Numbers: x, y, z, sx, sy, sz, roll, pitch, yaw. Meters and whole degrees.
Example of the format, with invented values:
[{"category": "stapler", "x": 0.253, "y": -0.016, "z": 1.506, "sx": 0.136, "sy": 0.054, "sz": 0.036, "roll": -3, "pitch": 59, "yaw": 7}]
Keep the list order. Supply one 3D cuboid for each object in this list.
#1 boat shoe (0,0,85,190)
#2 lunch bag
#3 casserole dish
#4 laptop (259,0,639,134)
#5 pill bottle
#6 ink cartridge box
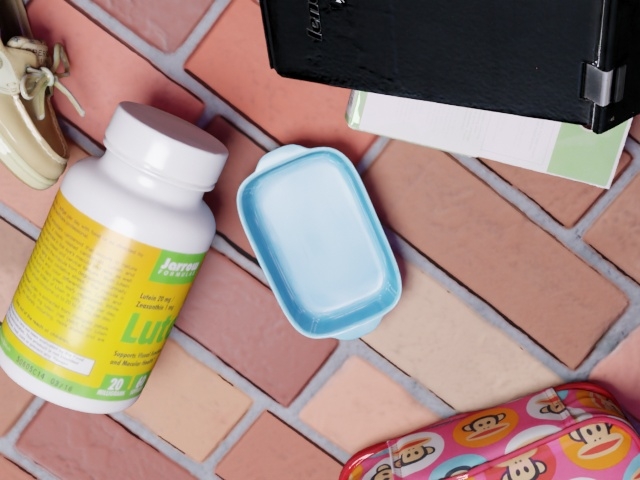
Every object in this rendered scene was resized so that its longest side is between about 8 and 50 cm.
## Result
[{"category": "boat shoe", "x": -0.273, "y": -0.181, "z": 0.856, "sx": 0.089, "sy": 0.104, "sz": 0.285, "roll": -24, "pitch": 100, "yaw": 3}, {"category": "lunch bag", "x": 0.179, "y": 0.289, "z": 0.956, "sx": 0.293, "sy": 0.120, "sz": 0.258, "roll": -19, "pitch": 103, "yaw": 5}, {"category": "casserole dish", "x": 0.000, "y": 0.000, "z": 0.930, "sx": 0.114, "sy": 0.037, "sz": 0.188, "roll": -23, "pitch": 103, "yaw": 7}, {"category": "laptop", "x": 0.172, "y": -0.299, "z": 0.718, "sx": 0.408, "sy": 0.236, "sz": 0.382, "roll": -27, "pitch": 136, "yaw": -19}, {"category": "pill bottle", "x": -0.174, "y": 0.012, "z": 0.885, "sx": 0.136, "sy": 0.136, "sz": 0.245, "roll": 25, "pitch": 103, "yaw": -5}, {"category": "ink cartridge box", "x": 0.154, "y": -0.154, "z": 0.879, "sx": 0.235, "sy": 0.056, "sz": 0.171, "roll": 13, "pitch": 105, "yaw": -6}]
